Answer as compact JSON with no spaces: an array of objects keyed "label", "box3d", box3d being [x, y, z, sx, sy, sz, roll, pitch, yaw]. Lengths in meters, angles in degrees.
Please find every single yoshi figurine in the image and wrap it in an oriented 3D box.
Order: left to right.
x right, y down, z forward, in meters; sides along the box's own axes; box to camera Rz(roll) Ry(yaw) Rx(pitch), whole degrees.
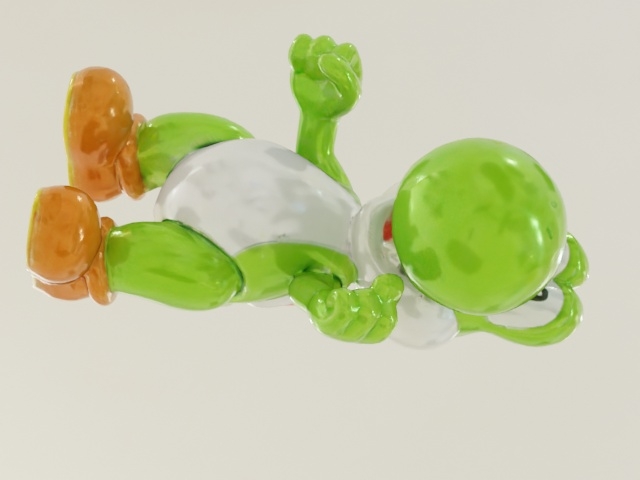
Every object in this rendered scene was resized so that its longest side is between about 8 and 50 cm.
[{"label":"yoshi figurine","box3d":[0.004,-0.021,0.994,0.362,0.203,0.204,10,-77,-1]}]
